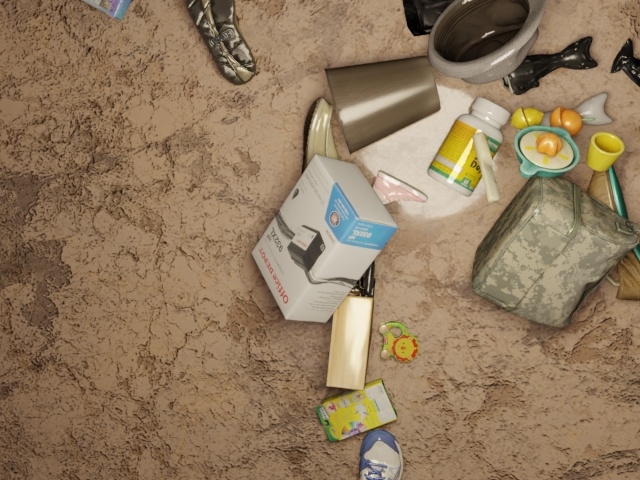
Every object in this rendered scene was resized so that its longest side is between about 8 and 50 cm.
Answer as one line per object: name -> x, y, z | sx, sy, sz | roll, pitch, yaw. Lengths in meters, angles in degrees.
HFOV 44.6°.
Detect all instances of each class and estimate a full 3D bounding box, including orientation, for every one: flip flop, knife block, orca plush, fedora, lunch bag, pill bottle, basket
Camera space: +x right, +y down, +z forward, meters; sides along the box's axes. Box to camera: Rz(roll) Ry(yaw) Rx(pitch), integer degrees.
flip flop -> -0.229, -0.501, 1.834 | 0.112, 0.080, 0.277 | -22, 109, 5
knife block -> 0.074, 0.172, 1.799 | 0.088, 0.275, 0.242 | 5, 127, 8
orca plush -> 0.792, -0.359, 1.700 | 0.287, 0.102, 0.151 | 34, 100, 2
fedora -> 0.372, -0.438, 1.685 | 0.275, 0.124, 0.243 | -36, 49, 15
lunch bag -> 0.506, 0.033, 1.704 | 0.256, 0.212, 0.305 | 28, 125, -1
pill bottle -> 0.341, -0.214, 1.770 | 0.118, 0.117, 0.208 | 30, 99, 3
basket -> 0.146, -0.326, 1.769 | 0.227, 0.154, 0.204 | -17, 89, 5

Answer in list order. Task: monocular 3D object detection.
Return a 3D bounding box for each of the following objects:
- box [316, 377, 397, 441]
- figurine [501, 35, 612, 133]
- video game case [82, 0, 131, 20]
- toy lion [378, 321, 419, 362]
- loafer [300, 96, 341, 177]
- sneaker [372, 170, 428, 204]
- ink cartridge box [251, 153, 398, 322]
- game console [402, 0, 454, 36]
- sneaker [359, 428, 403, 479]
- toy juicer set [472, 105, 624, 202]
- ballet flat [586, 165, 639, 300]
box -> 0.088, 0.420, 1.924 | 0.179, 0.043, 0.105 | -22, 94, 7
figurine -> 0.533, -0.329, 1.750 | 0.210, 0.092, 0.214 | -17, 96, 5
video game case -> -0.525, -0.701, 1.848 | 0.244, 0.061, 0.269 | 30, 100, 4
toy lion -> 0.191, 0.247, 1.895 | 0.096, 0.034, 0.100 | -5, 96, 1
loafer -> 0.005, -0.202, 1.829 | 0.092, 0.102, 0.268 | 4, 112, -9
sneaker -> 0.183, -0.106, 1.840 | 0.134, 0.051, 0.070 | 28, 102, 7
ink cartridge box -> 0.000, 0.000, 1.741 | 0.307, 0.129, 0.223 | -55, 46, 28
game console -> 0.360, -0.597, 1.757 | 0.362, 0.044, 0.213 | -9, 98, 9
sneaker -> 0.139, 0.614, 1.898 | 0.112, 0.131, 0.296 | 5, 97, 9
toy juicer set -> 0.445, -0.209, 1.618 | 0.329, 0.089, 0.209 | -16, 55, -18
ballet flat -> 0.656, -0.013, 1.773 | 0.124, 0.116, 0.342 | -21, 99, 29
